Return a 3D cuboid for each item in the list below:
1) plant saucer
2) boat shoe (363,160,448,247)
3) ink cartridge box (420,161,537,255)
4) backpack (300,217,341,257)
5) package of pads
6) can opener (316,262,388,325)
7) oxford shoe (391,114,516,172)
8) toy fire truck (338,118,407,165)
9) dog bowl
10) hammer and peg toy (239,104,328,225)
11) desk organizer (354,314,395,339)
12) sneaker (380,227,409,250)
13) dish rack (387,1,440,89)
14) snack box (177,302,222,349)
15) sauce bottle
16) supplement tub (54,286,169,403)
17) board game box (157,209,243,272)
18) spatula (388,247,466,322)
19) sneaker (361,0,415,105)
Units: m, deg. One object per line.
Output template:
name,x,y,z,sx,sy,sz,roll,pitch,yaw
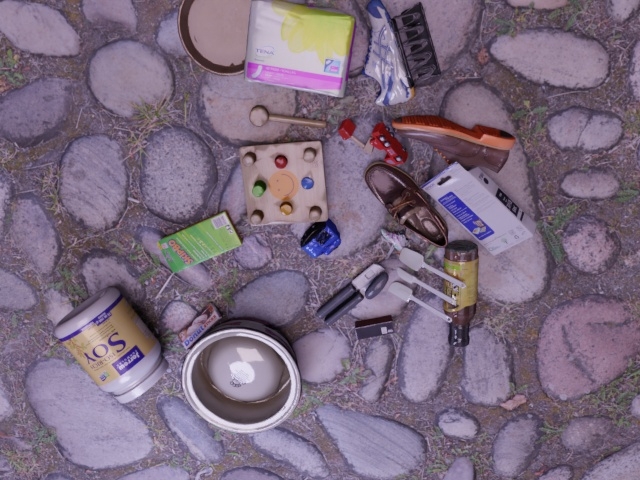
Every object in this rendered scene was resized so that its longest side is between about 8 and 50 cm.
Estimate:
plant saucer,-0.273,-0.618,1.731,0.277,0.041,0.278,1,109,4
boat shoe,0.268,-0.103,1.831,0.123,0.123,0.342,-41,102,16
ink cartridge box,0.477,-0.106,1.810,0.332,0.065,0.165,41,140,-12
backpack,0.000,0.000,1.901,0.120,0.098,0.101,-40,106,15
package of pads,-0.058,-0.539,1.666,0.296,0.101,0.229,10,110,2
can opener,0.105,0.185,1.960,0.283,0.095,0.076,-41,101,16
oxford shoe,0.379,-0.280,1.763,0.363,0.130,0.133,13,118,1
toy fire truck,0.158,-0.293,1.794,0.135,0.047,0.192,-10,135,47
dog bowl,-0.258,0.446,2.050,0.407,0.150,0.408,1,110,3
hammer and peg toy,-0.108,-0.224,1.812,0.265,0.127,0.362,-3,109,5
desk organizer,0.181,0.291,2.015,0.130,0.050,0.047,-12,108,8
sneaker,0.243,-0.021,1.910,0.098,0.038,0.069,41,106,-20
dish rack,0.253,-0.521,1.615,0.074,0.271,0.208,-15,108,22
snack box,-0.415,0.295,2.058,0.178,0.022,0.064,-44,68,16
sauce bottle,0.449,0.177,1.924,0.111,0.111,0.345,-2,108,5
supplement tub,-0.687,0.348,1.996,0.241,0.241,0.331,-30,105,13
board game box,-0.396,0.006,1.963,0.259,0.039,0.124,-23,106,9
spatula,0.335,0.142,1.904,0.242,0.019,0.168,30,109,32
sneaker,0.168,-0.524,1.698,0.130,0.112,0.297,-17,105,15
